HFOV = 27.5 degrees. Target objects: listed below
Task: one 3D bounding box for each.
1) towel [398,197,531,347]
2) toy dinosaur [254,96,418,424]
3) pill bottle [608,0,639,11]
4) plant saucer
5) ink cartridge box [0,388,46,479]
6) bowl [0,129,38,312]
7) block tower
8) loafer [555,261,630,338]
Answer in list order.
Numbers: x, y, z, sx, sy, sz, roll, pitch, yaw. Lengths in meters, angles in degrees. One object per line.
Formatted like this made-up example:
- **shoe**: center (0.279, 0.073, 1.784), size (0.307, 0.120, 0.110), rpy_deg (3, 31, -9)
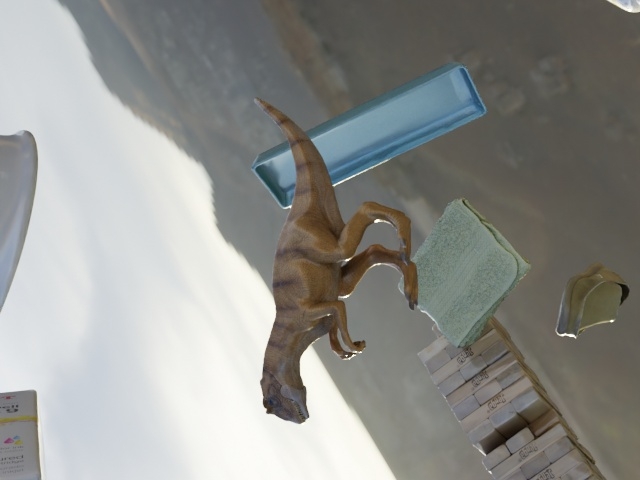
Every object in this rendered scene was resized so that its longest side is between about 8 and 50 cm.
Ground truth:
- **towel**: center (0.143, 0.035, 1.342), size (0.110, 0.027, 0.148), rpy_deg (46, 134, 16)
- **toy dinosaur**: center (0.000, 0.000, 0.775), size (0.064, 0.112, 0.211), rpy_deg (56, -144, -69)
- **pill bottle**: center (0.246, -0.225, 1.061), size (0.116, 0.065, 0.065), rpy_deg (41, 169, 36)
- **plant saucer**: center (0.039, -0.088, 1.075), size (0.067, 0.192, 0.018), rpy_deg (53, -163, -51)
- **ink cartridge box**: center (-0.267, 0.177, 0.900), size (0.212, 0.154, 0.093), rpy_deg (-150, 57, -76)
- **bowl**: center (-0.439, -0.004, 1.500), size (0.134, 0.298, 0.298), rpy_deg (18, -160, -26)
- **block tower**: center (0.219, 0.215, 1.353), size (0.097, 0.091, 0.335), rpy_deg (42, -166, -46)
- **loafer**: center (0.284, 0.061, 1.351), size (0.148, 0.050, 0.056), rpy_deg (-37, -42, -55)
